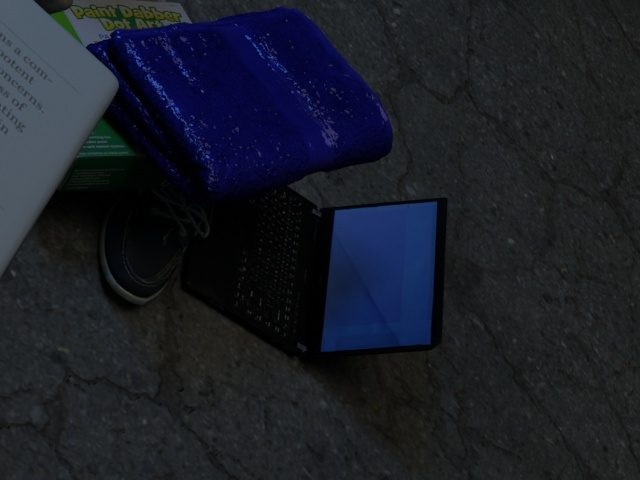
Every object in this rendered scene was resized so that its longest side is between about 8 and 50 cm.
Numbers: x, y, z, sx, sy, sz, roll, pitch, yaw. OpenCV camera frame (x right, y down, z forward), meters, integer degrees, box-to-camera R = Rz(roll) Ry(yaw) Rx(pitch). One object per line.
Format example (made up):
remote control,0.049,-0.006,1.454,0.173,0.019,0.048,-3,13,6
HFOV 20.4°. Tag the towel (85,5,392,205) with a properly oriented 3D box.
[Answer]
towel,-0.078,-0.154,1.865,0.227,0.076,0.308,47,38,20

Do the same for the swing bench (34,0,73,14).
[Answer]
swing bench,-0.343,-0.298,1.552,0.253,0.255,0.165,47,48,-23

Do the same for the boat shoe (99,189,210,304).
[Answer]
boat shoe,-0.161,-0.035,1.893,0.095,0.079,0.254,42,37,-15

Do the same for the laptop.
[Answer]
laptop,0.000,0.000,2.002,0.264,0.136,0.234,34,40,-27

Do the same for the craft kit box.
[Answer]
craft kit box,-0.208,-0.158,1.880,0.250,0.061,0.246,-3,47,-40

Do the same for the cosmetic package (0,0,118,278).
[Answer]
cosmetic package,-0.427,-0.050,1.387,0.329,0.327,0.393,43,38,-16
